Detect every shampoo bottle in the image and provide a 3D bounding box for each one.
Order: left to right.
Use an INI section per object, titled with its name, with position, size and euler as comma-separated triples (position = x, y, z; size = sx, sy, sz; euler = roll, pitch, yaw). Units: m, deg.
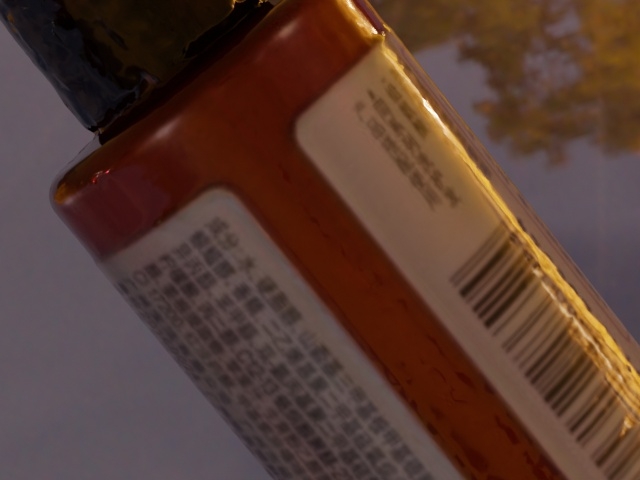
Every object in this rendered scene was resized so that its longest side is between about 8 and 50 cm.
[shampoo bottle]
position = 0.000, 0.000, 0.539
size = 0.104, 0.278, 0.104
euler = -38, -172, 7
